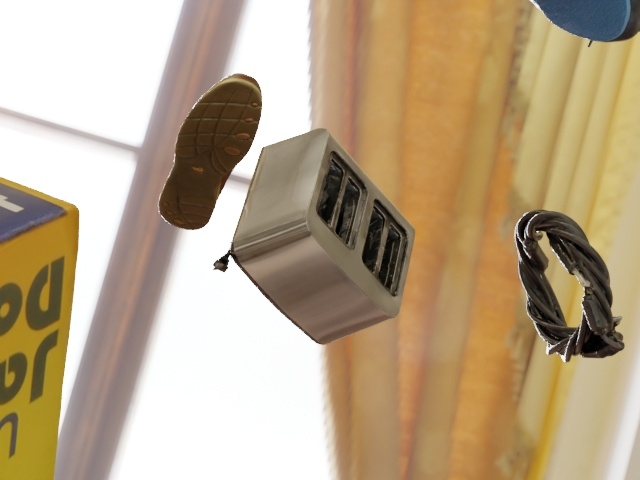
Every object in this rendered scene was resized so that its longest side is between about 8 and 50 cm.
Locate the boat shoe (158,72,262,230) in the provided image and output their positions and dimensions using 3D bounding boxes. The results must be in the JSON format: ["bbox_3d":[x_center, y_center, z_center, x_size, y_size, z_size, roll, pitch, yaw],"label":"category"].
[{"bbox_3d":[-0.099,-0.089,1.295,0.064,0.060,0.178,23,-50,-8],"label":"boat shoe"}]

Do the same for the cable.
[{"bbox_3d":[0.223,0.043,1.350,0.047,0.150,0.184,-26,3,-11],"label":"cable"}]

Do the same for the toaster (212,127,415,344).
[{"bbox_3d":[0.000,0.000,1.450,0.110,0.185,0.168,-22,-54,34],"label":"toaster"}]

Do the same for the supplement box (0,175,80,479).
[{"bbox_3d":[-0.308,0.041,0.604,0.356,0.195,0.194,20,26,21],"label":"supplement box"}]

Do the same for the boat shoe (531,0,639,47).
[{"bbox_3d":[0.271,-0.289,1.520,0.089,0.109,0.258,5,32,-35],"label":"boat shoe"}]
